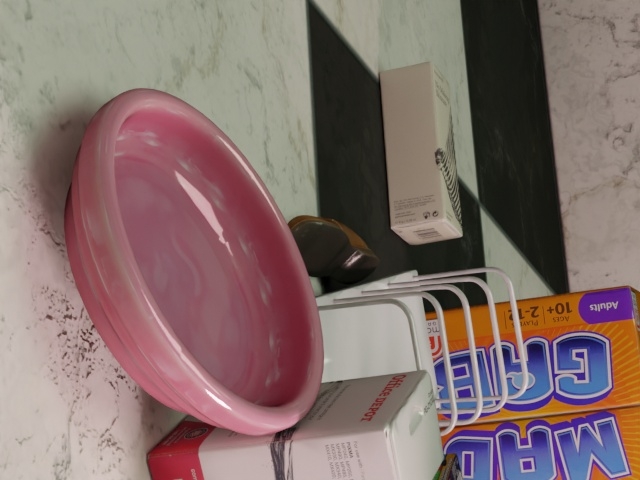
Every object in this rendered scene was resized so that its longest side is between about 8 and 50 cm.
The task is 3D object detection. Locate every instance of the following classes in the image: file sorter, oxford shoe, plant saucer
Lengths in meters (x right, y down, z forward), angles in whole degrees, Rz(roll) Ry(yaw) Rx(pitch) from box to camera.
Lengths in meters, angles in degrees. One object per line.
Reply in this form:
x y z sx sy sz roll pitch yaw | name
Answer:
0.122 0.145 1.758 0.277 0.173 0.193 -13 94 -54 | file sorter
0.000 0.000 1.776 0.076 0.076 0.212 55 11 24 | oxford shoe
-0.119 0.027 1.253 0.332 0.084 0.332 48 26 -33 | plant saucer

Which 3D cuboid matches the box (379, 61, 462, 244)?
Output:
0.163 -0.140 2.253 0.113 0.094 0.275 34 50 -64 | box

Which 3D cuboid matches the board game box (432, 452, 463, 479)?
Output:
0.096 0.334 1.747 0.170 0.141 0.048 -57 136 -64 | board game box

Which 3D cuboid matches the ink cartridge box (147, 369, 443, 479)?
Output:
-0.017 0.205 1.323 0.172 0.237 0.100 -38 118 -69 | ink cartridge box

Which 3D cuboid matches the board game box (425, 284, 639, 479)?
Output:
0.371 0.282 2.250 0.356 0.356 0.356 18 64 -69 | board game box
